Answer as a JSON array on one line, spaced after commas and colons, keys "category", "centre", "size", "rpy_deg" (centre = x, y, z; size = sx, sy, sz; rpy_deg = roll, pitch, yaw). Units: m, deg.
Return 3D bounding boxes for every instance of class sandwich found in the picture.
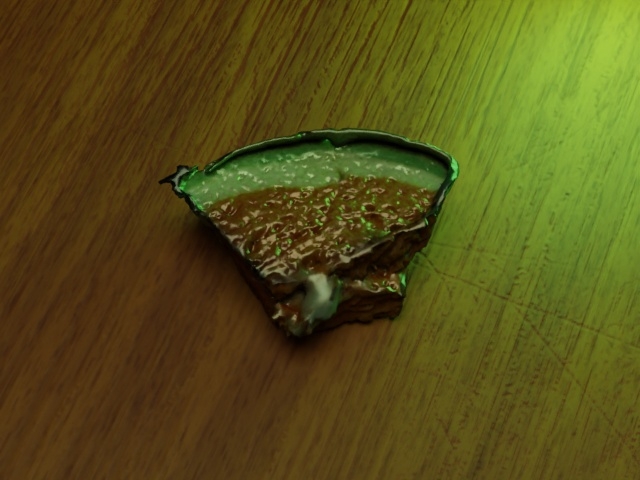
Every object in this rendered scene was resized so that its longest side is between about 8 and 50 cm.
[{"category": "sandwich", "centre": [0.007, -0.011, 1.761], "size": [0.292, 0.109, 0.212], "rpy_deg": [-20, 65, -9]}]
